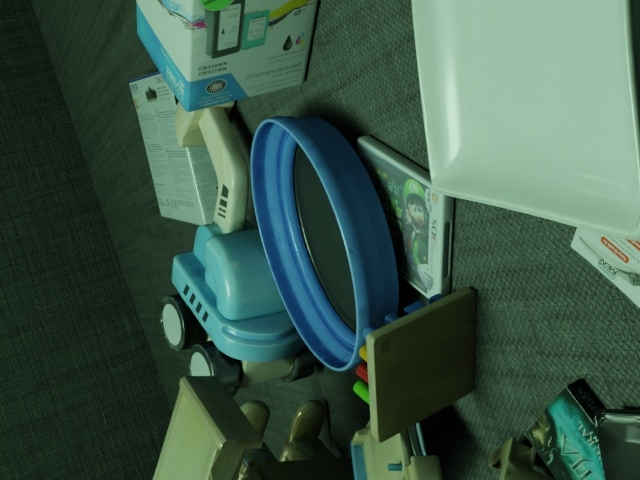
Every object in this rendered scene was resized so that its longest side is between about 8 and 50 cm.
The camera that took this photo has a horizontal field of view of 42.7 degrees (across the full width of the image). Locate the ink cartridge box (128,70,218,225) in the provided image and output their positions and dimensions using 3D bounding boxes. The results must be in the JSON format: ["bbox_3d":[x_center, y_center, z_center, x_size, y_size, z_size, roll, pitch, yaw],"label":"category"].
[{"bbox_3d":[-0.313,-0.204,1.792,0.324,0.071,0.330,13,116,63],"label":"ink cartridge box"}]

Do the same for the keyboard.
[{"bbox_3d":[0.330,0.255,0.795,0.108,0.023,0.180,-12,87,54],"label":"keyboard"}]

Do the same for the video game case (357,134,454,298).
[{"bbox_3d":[0.109,-0.029,1.092,0.190,0.022,0.173,41,142,48],"label":"video game case"}]

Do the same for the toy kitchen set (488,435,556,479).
[{"bbox_3d":[0.245,0.301,1.004,0.068,0.083,0.075,23,146,1],"label":"toy kitchen set"}]

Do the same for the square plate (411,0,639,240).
[{"bbox_3d":[0.176,-0.197,0.727,0.344,0.049,0.348,-152,53,-69],"label":"square plate"}]

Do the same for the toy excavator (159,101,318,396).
[{"bbox_3d":[-0.155,-0.002,1.499,0.433,0.222,0.445,47,133,42],"label":"toy excavator"}]

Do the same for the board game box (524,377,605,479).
[{"bbox_3d":[0.306,0.257,0.886,0.186,0.026,0.126,57,152,27],"label":"board game box"}]

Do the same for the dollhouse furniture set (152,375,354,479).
[{"bbox_3d":[-0.053,0.376,1.343,0.362,0.394,0.257,41,118,51],"label":"dollhouse furniture set"}]

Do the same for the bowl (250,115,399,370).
[{"bbox_3d":[0.000,0.000,1.238,0.391,0.077,0.391,163,90,-71],"label":"bowl"}]

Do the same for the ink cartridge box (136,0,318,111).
[{"bbox_3d":[-0.132,-0.359,1.139,0.197,0.198,0.270,57,153,29],"label":"ink cartridge box"}]

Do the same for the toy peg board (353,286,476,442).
[{"bbox_3d":[0.110,0.143,1.040,0.079,0.161,0.161,33,137,48],"label":"toy peg board"}]

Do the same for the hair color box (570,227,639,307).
[{"bbox_3d":[0.281,-0.036,0.690,0.093,0.053,0.167,51,148,38],"label":"hair color box"}]

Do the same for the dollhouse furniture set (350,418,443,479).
[{"bbox_3d":[0.178,0.322,1.115,0.286,0.198,0.303,106,162,-47],"label":"dollhouse furniture set"}]
